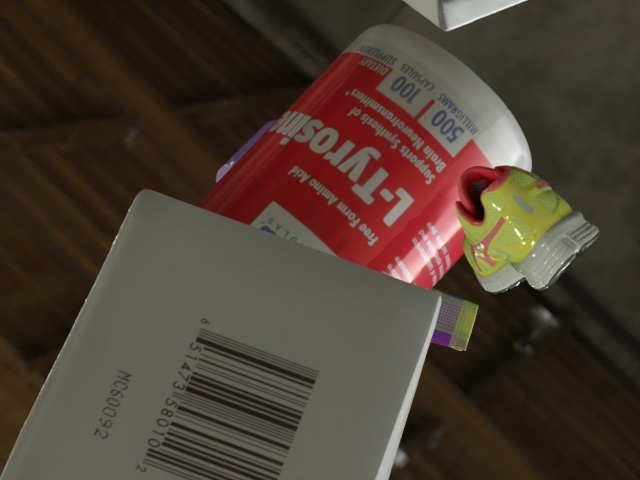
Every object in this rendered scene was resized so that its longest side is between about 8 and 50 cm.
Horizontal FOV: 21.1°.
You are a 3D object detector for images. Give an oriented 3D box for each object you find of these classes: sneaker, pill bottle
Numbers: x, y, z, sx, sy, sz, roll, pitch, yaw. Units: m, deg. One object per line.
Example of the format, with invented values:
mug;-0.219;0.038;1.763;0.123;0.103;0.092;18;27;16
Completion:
sneaker;0.138;-0.019;1.275;0.094;0.081;0.208;44;171;-4
pill bottle;0.000;0.000;1.698;0.229;0.407;0.229;40;167;11

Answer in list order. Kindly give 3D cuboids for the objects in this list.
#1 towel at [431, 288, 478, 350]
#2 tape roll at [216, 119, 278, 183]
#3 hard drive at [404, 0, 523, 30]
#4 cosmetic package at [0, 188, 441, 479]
towel;0.134;0.087;1.965;0.083;0.060;0.009;17;179;1
tape roll;-0.002;-0.021;2.154;0.275;0.090;0.275;38;161;16
hard drive;0.255;-0.346;1.943;0.233;0.353;0.047;-130;21;-60
cosmetic package;-0.060;0.164;0.867;0.155;0.365;0.197;20;-122;4
